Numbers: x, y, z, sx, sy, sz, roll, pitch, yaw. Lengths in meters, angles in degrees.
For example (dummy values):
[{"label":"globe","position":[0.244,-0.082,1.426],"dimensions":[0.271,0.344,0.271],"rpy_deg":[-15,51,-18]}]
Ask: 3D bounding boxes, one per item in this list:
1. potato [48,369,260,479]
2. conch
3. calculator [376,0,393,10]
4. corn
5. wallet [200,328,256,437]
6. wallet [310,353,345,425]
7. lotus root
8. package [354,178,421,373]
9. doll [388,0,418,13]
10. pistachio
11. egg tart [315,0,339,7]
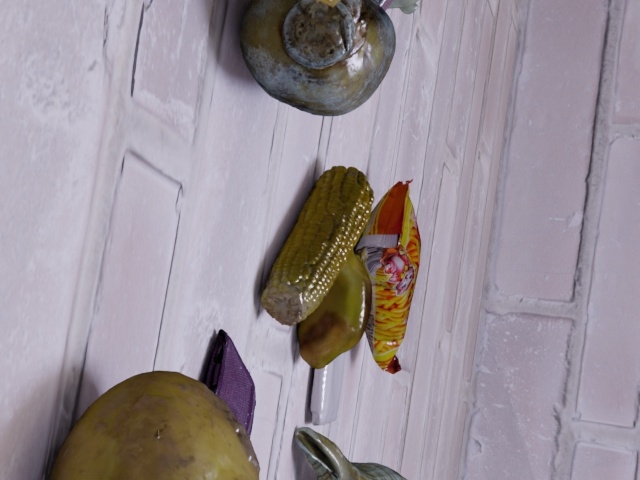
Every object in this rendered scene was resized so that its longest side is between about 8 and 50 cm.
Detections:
[{"label":"potato","position":[-0.139,0.237,1.125],"dimensions":[0.229,0.229,0.266],"rpy_deg":[73,24,-57]},{"label":"conch","position":[0.045,0.426,2.019],"dimensions":[0.386,0.169,0.203],"rpy_deg":[35,30,-36]},{"label":"calculator","position":[0.060,-0.344,1.747],"dimensions":[0.194,0.043,0.294],"rpy_deg":[-52,172,-1]},{"label":"corn","position":[0.000,0.000,1.755],"dimensions":[0.320,0.097,0.097],"rpy_deg":[-61,154,-51]},{"label":"wallet","position":[-0.107,0.191,1.537],"dimensions":[0.166,0.030,0.111],"rpy_deg":[73,28,-55]},{"label":"wallet","position":[0.013,0.192,1.999],"dimensions":[0.124,0.032,0.183],"rpy_deg":[13,82,-75]},{"label":"lotus root","position":[0.003,-0.228,1.516],"dimensions":[0.349,0.175,0.175],"rpy_deg":[-16,112,-79]},{"label":"package","position":[0.110,0.054,2.173],"dimensions":[0.223,0.108,0.288],"rpy_deg":[-76,172,-45]},{"label":"doll","position":[0.129,-0.440,1.993],"dimensions":[0.275,0.113,0.155],"rpy_deg":[-66,154,-47]},{"label":"pistachio","position":[0.026,0.093,1.864],"dimensions":[0.110,0.100,0.189],"rpy_deg":[29,68,-75]},{"label":"egg tart","position":[-0.025,-0.447,1.256],"dimensions":[0.443,0.178,0.443],"rpy_deg":[3,90,-73]}]
